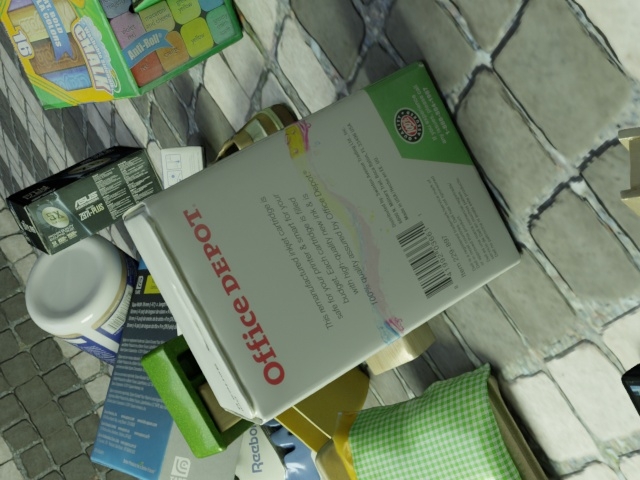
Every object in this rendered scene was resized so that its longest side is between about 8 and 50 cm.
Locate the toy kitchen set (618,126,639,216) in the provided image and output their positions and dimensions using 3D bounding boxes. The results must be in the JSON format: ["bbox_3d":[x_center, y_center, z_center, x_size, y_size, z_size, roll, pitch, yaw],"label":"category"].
[{"bbox_3d":[0.185,-0.046,0.431,0.083,0.075,0.068,-7,73,33],"label":"toy kitchen set"}]

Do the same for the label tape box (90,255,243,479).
[{"bbox_3d":[-0.172,0.139,1.231,0.241,0.106,0.333,-6,69,58],"label":"label tape box"}]

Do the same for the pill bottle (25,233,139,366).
[{"bbox_3d":[-0.298,0.105,1.426,0.153,0.153,0.264,45,178,33],"label":"pill bottle"}]

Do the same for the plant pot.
[{"bbox_3d":[0.006,0.165,1.003,0.081,0.083,0.081,40,155,8],"label":"plant pot"}]

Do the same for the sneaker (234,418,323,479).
[{"bbox_3d":[-0.152,0.277,1.373,0.315,0.182,0.127,35,146,47],"label":"sneaker"}]

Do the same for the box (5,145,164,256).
[{"bbox_3d":[-0.329,-0.060,1.339,0.147,0.180,0.077,15,131,62],"label":"box"}]

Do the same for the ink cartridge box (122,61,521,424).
[{"bbox_3d":[0.000,0.000,0.638,0.154,0.212,0.093,62,159,-6],"label":"ink cartridge box"}]

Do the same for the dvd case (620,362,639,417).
[{"bbox_3d":[0.277,0.176,0.510,0.253,0.022,0.180,61,160,-3],"label":"dvd case"}]

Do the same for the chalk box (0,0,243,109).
[{"bbox_3d":[-0.165,-0.203,0.827,0.213,0.132,0.132,5,123,47],"label":"chalk box"}]

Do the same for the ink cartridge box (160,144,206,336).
[{"bbox_3d":[-0.141,0.000,1.052,0.097,0.046,0.207,-131,36,-83],"label":"ink cartridge box"}]

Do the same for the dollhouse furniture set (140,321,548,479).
[{"bbox_3d":[0.032,0.165,0.767,0.198,0.151,0.301,-31,90,43],"label":"dollhouse furniture set"}]

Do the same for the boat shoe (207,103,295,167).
[{"bbox_3d":[-0.077,-0.071,0.913,0.068,0.072,0.190,57,159,8],"label":"boat shoe"}]
